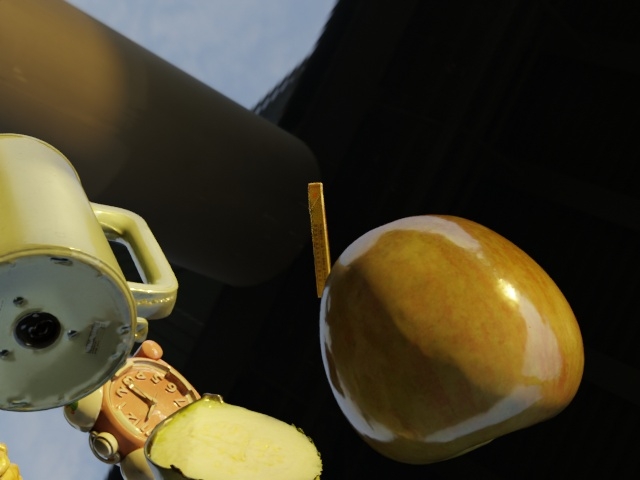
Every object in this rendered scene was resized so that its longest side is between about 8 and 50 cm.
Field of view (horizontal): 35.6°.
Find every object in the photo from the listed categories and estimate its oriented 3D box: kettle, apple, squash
[{"bbox_3d":[-0.318,0.017,1.156,0.265,0.205,0.318,-20,-147,-14],"label":"kettle"},{"bbox_3d":[0.124,0.093,0.990,0.257,0.257,0.233,-28,-111,26],"label":"apple"},{"bbox_3d":[-0.032,0.268,0.798,0.137,0.137,0.287,-8,-72,35],"label":"squash"}]

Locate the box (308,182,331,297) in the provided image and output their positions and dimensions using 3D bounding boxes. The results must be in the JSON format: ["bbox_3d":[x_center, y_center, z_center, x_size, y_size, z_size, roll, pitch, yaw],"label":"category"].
[{"bbox_3d":[0.000,0.000,1.381,0.022,0.089,0.156,-6,-89,0],"label":"box"}]

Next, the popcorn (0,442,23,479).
[{"bbox_3d":[-0.489,0.365,1.421,0.163,0.140,0.194,46,-52,12],"label":"popcorn"}]

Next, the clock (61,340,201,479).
[{"bbox_3d":[-0.221,0.219,1.208,0.166,0.162,0.092,44,-62,7],"label":"clock"}]
